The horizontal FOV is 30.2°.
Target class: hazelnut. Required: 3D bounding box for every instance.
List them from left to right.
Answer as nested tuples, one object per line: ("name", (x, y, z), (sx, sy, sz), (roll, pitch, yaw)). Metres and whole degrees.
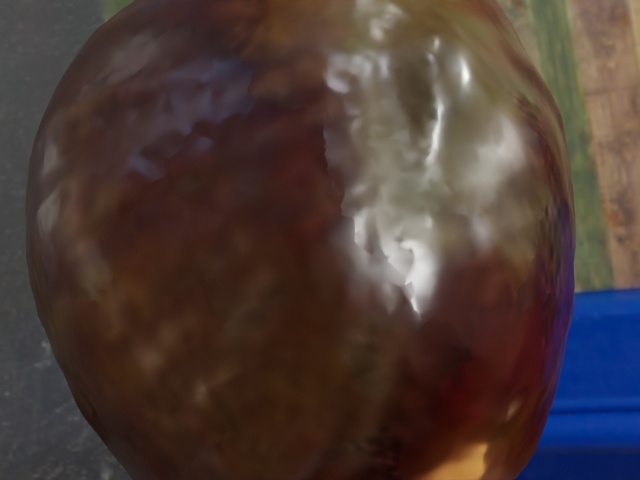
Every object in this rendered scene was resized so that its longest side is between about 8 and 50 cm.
("hazelnut", (0.000, 0.000, 0.767), (0.352, 0.421, 0.421), (14, 70, -29))
